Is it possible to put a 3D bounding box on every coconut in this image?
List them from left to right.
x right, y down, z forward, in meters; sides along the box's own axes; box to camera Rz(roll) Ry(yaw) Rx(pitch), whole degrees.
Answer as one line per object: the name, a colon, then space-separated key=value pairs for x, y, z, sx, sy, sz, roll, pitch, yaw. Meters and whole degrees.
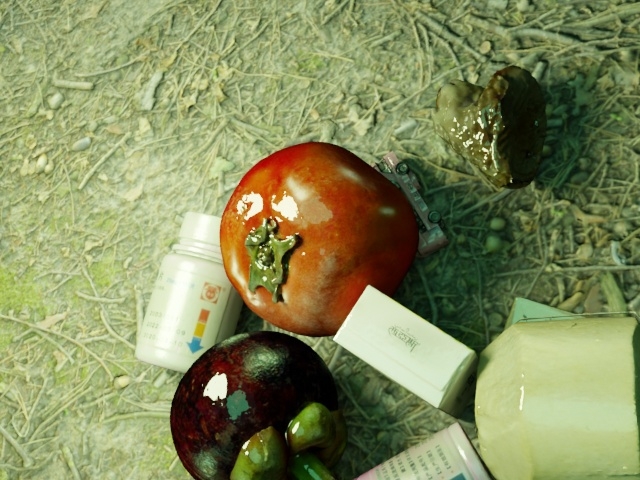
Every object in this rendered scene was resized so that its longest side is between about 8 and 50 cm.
coconut: x=0.386 y=0.250 z=1.127 sx=0.322 sy=0.323 sz=0.323 roll=-4 pitch=74 yaw=16

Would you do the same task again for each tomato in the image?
tomato: x=0.000 y=0.000 z=1.324 sx=0.293 sy=0.289 sz=0.325 roll=30 pitch=118 yaw=29

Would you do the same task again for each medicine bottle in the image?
medicine bottle: x=-0.227 y=0.102 z=1.444 sx=0.170 sy=0.170 sz=0.293 roll=12 pitch=80 yaw=20
medicine bottle: x=0.138 y=0.403 z=1.175 sx=0.253 sy=0.152 sz=0.152 roll=-31 pitch=69 yaw=4

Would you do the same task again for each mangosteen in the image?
mangosteen: x=-0.098 y=0.306 z=1.287 sx=0.300 sy=0.300 sz=0.301 roll=-4 pitch=74 yaw=16

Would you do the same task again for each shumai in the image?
shumai: x=0.298 y=-0.190 z=1.392 sx=0.185 sy=0.183 sz=0.218 roll=-11 pitch=82 yaw=50

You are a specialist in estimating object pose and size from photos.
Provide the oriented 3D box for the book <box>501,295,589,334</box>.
book: x=0.432 y=0.226 z=1.285 sx=0.289 sy=0.026 sz=0.202 roll=19 pitch=82 yaw=20

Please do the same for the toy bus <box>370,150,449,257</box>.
toy bus: x=0.159 y=-0.065 z=1.430 sx=0.090 sy=0.063 sz=0.203 roll=-31 pitch=70 yaw=8

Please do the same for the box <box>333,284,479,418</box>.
box: x=0.154 y=0.188 z=1.256 sx=0.194 sy=0.260 sz=0.111 roll=31 pitch=87 yaw=21
